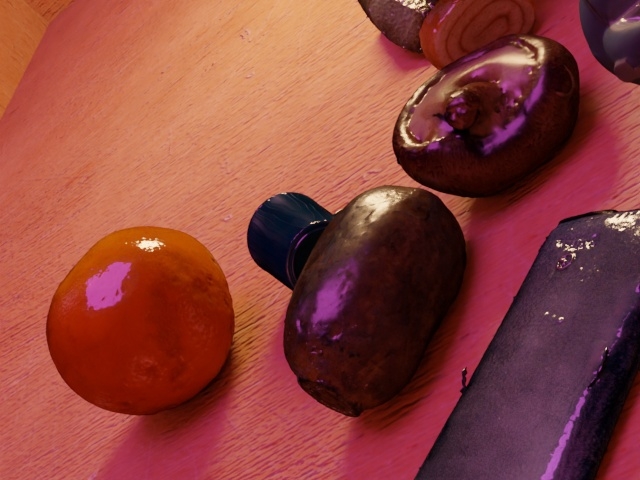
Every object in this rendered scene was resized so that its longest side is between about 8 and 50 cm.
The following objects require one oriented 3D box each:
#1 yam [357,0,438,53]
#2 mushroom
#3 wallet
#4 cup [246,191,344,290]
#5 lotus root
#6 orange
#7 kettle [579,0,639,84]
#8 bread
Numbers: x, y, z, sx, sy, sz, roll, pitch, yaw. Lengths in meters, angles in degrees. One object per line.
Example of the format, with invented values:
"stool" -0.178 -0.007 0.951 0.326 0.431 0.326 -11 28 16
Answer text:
"yam" 0.122 -0.367 1.866 0.106 0.106 0.259 -44 24 9
"mushroom" 0.200 -0.139 1.406 0.231 0.138 0.194 -28 17 16
"wallet" 0.209 0.125 1.105 0.191 0.046 0.379 -5 48 53
"cup" -0.008 -0.005 1.550 0.150 0.113 0.138 -52 27 -2
"lotus root" 0.057 0.058 1.317 0.160 0.152 0.274 -7 49 42
"orange" -0.243 0.107 1.627 0.261 0.261 0.261 -37 28 23
"kettle" 0.389 -0.285 1.148 0.342 0.247 0.319 -47 2 23
"bread" 0.205 -0.281 1.587 0.149 0.122 0.073 -46 29 7
